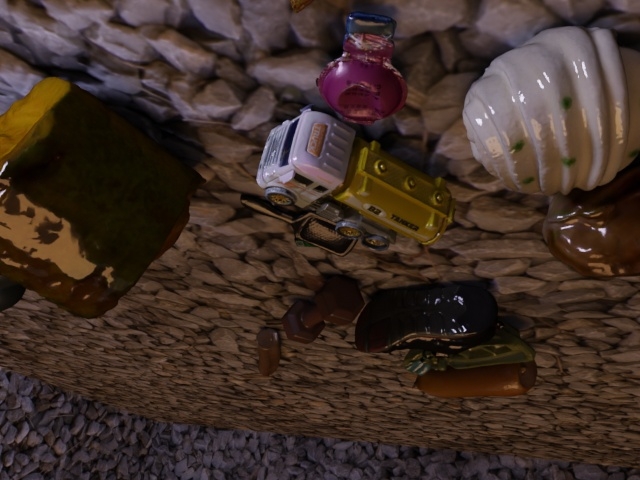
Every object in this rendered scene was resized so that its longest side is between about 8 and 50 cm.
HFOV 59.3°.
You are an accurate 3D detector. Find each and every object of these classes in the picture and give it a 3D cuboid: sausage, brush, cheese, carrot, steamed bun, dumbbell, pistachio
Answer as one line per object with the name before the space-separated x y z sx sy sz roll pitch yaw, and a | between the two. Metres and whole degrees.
sausage | -0.139 0.308 1.507 0.065 0.066 0.301 10 154 0
brush | -0.034 -0.026 0.859 0.193 0.016 0.063 23 128 -11
cheese | 0.043 -0.163 0.557 0.095 0.038 0.145 8 153 2
carrot | -0.289 -0.038 0.699 0.241 0.242 0.340 -12 143 37
steamed bun | 0.222 -0.105 0.532 0.182 0.106 0.183 8 151 4
dumbbell | -0.001 0.142 1.113 0.082 0.092 0.231 45 146 -3
sausage | 0.325 0.302 1.274 0.112 0.112 0.328 29 148 -32
pistachio | 0.358 -0.019 0.630 0.210 0.131 0.165 -6 144 -2

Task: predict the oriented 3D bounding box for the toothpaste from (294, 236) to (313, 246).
toothpaste | 0.000 0.000 0.910 0.083 0.017 0.020 2 149 16

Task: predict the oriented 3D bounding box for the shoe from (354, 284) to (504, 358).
shoe | 0.200 0.156 1.049 0.291 0.114 0.137 -13 150 32

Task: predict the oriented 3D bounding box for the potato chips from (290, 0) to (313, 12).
potato chips | 0.060 -0.223 0.450 0.204 0.026 0.037 -5 152 27

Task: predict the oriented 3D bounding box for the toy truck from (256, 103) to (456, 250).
toy truck | 0.047 -0.069 0.669 0.226 0.098 0.114 24 156 -25

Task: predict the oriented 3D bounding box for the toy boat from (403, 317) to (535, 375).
toy boat | 0.297 0.217 1.160 0.111 0.084 0.276 32 143 -31

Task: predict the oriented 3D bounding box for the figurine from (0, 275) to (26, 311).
figurine | -0.414 0.006 0.836 0.265 0.140 0.193 -2 126 -31
